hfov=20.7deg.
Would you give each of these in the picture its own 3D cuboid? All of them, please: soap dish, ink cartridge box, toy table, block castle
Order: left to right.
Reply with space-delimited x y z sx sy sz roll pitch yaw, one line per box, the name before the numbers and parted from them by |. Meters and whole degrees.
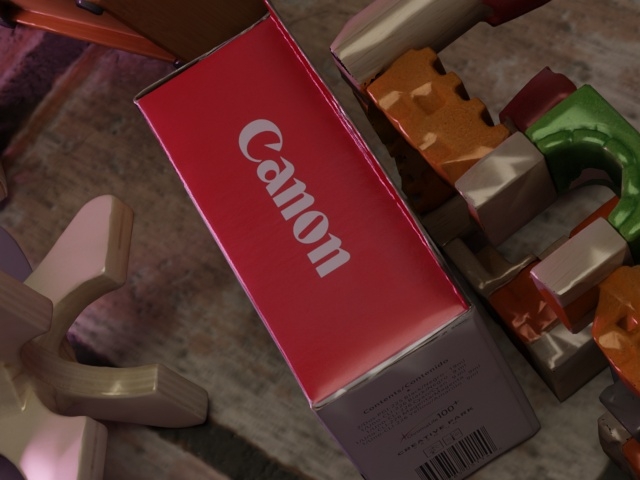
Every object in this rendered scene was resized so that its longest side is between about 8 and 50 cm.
toy table | -0.220 0.093 1.309 0.161 0.252 0.274 -16 67 30
soap dish | -0.220 -0.245 1.511 0.290 0.229 0.118 17 85 28
ink cartridge box | 0.000 0.000 1.247 0.130 0.272 0.309 -33 55 0
block castle | 0.229 0.001 1.143 0.213 0.303 0.453 -37 56 -4

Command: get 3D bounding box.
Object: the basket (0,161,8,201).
basket | -0.425 -0.086 1.476 0.289 0.255 0.201 -20 56 -14
